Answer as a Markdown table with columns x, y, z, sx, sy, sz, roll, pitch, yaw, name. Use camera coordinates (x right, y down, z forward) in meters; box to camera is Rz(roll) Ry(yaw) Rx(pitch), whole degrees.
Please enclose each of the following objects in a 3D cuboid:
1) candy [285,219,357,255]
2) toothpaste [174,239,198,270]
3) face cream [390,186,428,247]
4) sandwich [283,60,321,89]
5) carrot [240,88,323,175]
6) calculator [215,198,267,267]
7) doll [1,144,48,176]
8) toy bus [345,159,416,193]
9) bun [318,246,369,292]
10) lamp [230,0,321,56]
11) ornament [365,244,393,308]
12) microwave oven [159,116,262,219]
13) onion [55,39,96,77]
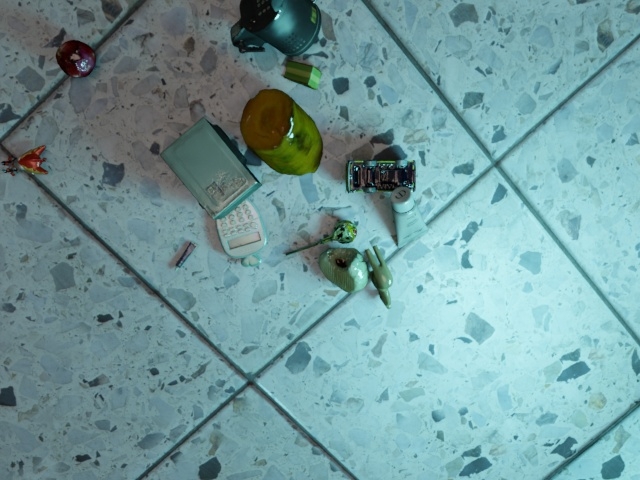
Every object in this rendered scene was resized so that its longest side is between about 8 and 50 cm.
| x | y | z | sx | sy | sz | roll | pitch | yaw | name |
| --- | --- | --- | --- | --- | --- | --- | --- | --- | --- |
| 0.000 | 0.000 | 1.833 | 0.305 | 0.083 | 0.091 | -19 | 104 | 7 | candy |
| -0.534 | 0.064 | 1.820 | 0.037 | 0.021 | 0.140 | 36 | 94 | -9 | toothpaste |
| 0.333 | -0.085 | 1.769 | 0.143 | 0.089 | 0.314 | -31 | 145 | 1 | face cream |
| -0.068 | -0.622 | 1.732 | 0.116 | 0.074 | 0.074 | 23 | 101 | 24 | sandwich |
| -0.137 | -0.385 | 1.667 | 0.241 | 0.340 | 0.242 | -3 | 78 | 16 | carrot |
| -0.310 | -0.034 | 1.810 | 0.183 | 0.042 | 0.296 | -16 | 99 | -1 | calculator |
| -1.083 | -0.283 | 1.692 | 0.168 | 0.057 | 0.109 | -10 | 85 | 10 | doll |
| 0.220 | -0.243 | 1.756 | 0.261 | 0.150 | 0.128 | -1 | 97 | -9 | toy bus |
| 0.102 | 0.099 | 1.802 | 0.212 | 0.204 | 0.126 | 40 | 57 | 6 | bun |
| -0.121 | -0.765 | 1.557 | 0.272 | 0.374 | 0.205 | -1 | 75 | -37 | lamp |
| 0.236 | 0.154 | 1.819 | 0.061 | 0.230 | 0.245 | -22 | 81 | -6 | ornament |
| -0.387 | -0.254 | 1.674 | 0.237 | 0.181 | 0.295 | -39 | 92 | 2 | microwave oven |
| -0.854 | -0.634 | 1.610 | 0.131 | 0.131 | 0.131 | -1 | 101 | -4 | onion |
